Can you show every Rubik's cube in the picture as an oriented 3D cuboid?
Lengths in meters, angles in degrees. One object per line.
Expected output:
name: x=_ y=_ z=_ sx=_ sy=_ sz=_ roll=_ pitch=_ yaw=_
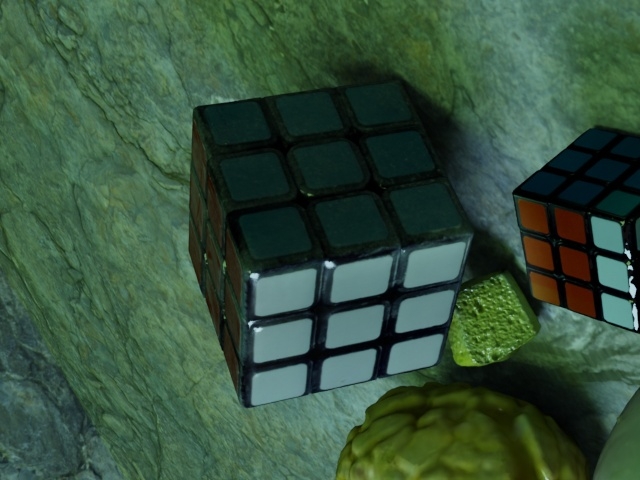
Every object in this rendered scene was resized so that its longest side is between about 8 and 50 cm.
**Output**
Rubik's cube: x=0.000 y=0.000 z=1.696 sx=0.303 sy=0.301 sz=0.305 roll=98 pitch=156 yaw=-50
Rubik's cube: x=0.338 y=-0.016 z=1.450 sx=0.161 sy=0.162 sz=0.163 roll=19 pitch=133 yaw=44

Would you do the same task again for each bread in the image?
bread: x=0.229 y=0.109 z=1.755 sx=0.111 sy=0.129 sz=0.114 roll=-168 pitch=53 yaw=-82

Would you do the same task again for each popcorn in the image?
popcorn: x=0.227 y=0.376 z=1.838 sx=0.354 sy=0.344 sz=0.390 roll=-35 pitch=62 yaw=19

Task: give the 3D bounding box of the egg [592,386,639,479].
egg: x=0.468 y=0.274 z=1.410 sx=0.354 sy=0.355 sz=0.339 roll=121 pitch=151 yaw=-56
